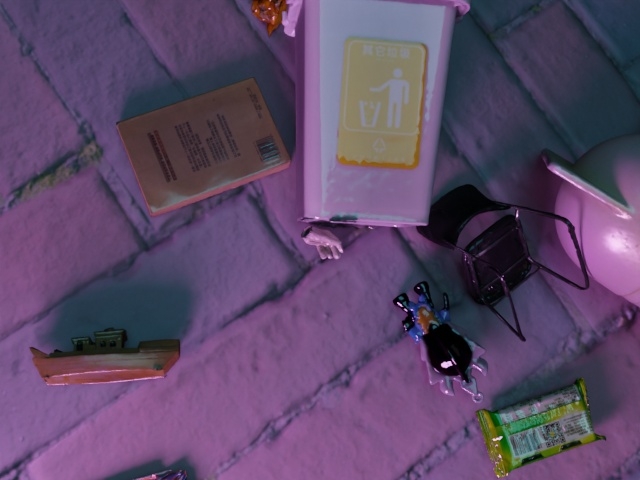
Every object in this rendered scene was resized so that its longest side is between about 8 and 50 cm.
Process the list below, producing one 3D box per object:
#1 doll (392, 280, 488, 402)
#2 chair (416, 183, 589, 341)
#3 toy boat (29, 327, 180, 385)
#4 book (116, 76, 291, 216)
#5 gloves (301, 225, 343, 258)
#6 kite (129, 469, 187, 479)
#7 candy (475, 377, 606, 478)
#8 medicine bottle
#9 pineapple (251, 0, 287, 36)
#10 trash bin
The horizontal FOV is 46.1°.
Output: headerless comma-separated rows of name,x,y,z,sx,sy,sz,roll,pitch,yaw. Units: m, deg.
doll,0.183,0.155,1.116,0.096,0.070,0.195,-32,75,2
chair,0.266,0.022,1.144,0.140,0.221,0.145,-36,126,-14
toy boat,-0.302,0.159,1.058,0.206,0.064,0.072,-1,62,-7
book,-0.179,-0.147,1.166,0.230,0.026,0.161,-21,79,-12
gloves,0.002,-0.001,1.143,0.081,0.044,0.037,43,60,-17
kite,-0.246,0.391,1.032,0.241,0.014,0.183,27,77,0
candy,0.328,0.277,1.122,0.178,0.032,0.102,-16,75,-9
medicine bottle,0.506,-0.017,1.110,0.406,0.236,0.236,32,75,5
pineapple,-0.063,-0.489,1.211,0.164,0.140,0.250,40,78,5
trash bin,0.063,-0.201,1.112,0.255,0.296,0.368,3,90,-8
